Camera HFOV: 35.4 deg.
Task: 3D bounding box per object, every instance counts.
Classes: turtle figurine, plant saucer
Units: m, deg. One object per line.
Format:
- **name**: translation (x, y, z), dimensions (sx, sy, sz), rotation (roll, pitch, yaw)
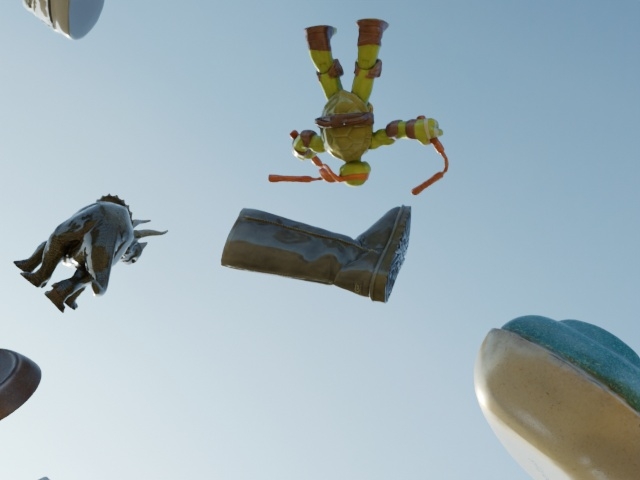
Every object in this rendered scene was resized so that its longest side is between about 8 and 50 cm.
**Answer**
- **turtle figurine**: translation (0.025, -0.157, 1.241), dimensions (0.269, 0.087, 0.217), rotation (-1, -83, 37)
- **plant saucer**: translation (-0.394, 0.164, 1.104), dimensions (0.168, 0.168, 0.029), rotation (-4, -64, 22)

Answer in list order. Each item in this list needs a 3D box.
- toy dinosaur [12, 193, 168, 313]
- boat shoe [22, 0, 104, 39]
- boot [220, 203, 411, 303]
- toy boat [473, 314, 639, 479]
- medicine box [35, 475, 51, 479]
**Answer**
- **toy dinosaur**: translation (-0.285, 0.004, 1.233), dimensions (0.121, 0.160, 0.313), rotation (40, -7, -5)
- **boat shoe**: translation (-0.380, -0.463, 1.393), dimensions (0.156, 0.136, 0.367), rotation (27, -40, 10)
- **boot**: translation (0.000, -0.003, 1.253), dimensions (0.208, 0.190, 0.076), rotation (10, -58, 15)
- **toy boat**: translation (0.282, 0.174, 0.810), dimensions (0.318, 0.148, 0.267), rotation (32, -13, 37)
- **medicine box**: translation (-0.269, 0.425, 1.011), dimensions (0.263, 0.149, 0.289), rotation (4, -68, 61)
